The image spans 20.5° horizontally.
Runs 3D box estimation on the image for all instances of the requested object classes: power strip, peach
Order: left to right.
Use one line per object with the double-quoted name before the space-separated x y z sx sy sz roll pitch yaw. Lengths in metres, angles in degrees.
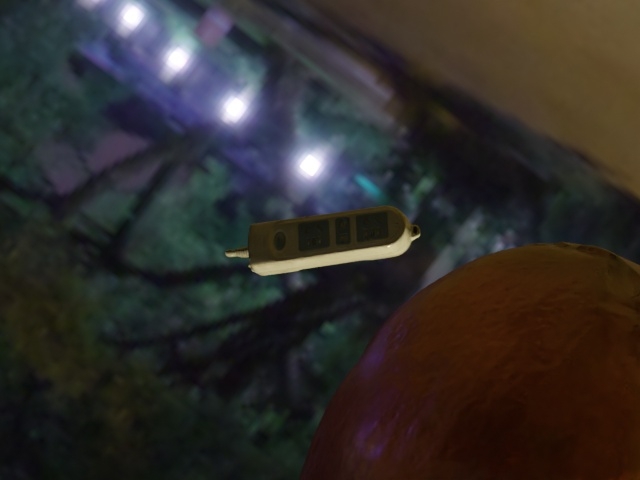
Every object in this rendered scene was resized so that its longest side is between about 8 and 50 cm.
"power strip" 0.000 0.000 1.682 0.030 0.191 0.048 52 -147 -63
"peach" 0.138 0.176 1.203 0.290 0.373 0.372 27 180 21
